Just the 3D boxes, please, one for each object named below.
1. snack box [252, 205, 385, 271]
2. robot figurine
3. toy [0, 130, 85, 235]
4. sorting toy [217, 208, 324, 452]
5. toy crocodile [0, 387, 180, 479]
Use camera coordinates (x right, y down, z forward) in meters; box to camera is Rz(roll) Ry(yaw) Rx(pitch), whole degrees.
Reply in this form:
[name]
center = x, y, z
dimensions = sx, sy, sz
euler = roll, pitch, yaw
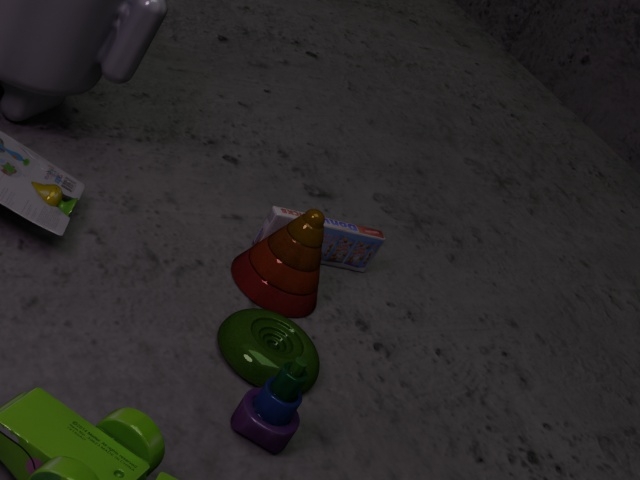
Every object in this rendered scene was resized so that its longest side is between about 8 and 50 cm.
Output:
[snack box]
center = 0.000, 0.000, 1.399
dimensions = 0.178, 0.064, 0.022
euler = 12, 33, -32
[robot figurine]
center = -0.333, -0.323, 1.283
dimensions = 0.300, 0.353, 0.200
euler = 34, 28, 2
[toy]
center = -0.389, -0.081, 1.161
dimensions = 0.237, 0.056, 0.137
euler = 29, 24, -15
[sorting toy]
center = -0.034, 0.075, 1.184
dimensions = 0.127, 0.126, 0.365
euler = 25, 28, -13
[toy crocodile]
center = -0.140, 0.238, 0.865
dimensions = 0.340, 0.105, 0.115
euler = 30, 28, 7
